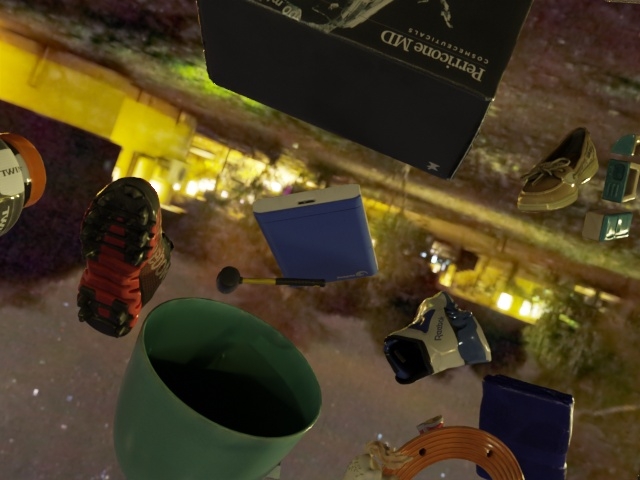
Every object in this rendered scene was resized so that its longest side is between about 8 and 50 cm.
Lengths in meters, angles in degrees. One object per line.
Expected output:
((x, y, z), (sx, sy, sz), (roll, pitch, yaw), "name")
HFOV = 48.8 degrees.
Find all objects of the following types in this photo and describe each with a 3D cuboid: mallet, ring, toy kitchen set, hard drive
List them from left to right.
((-0.084, 0.068, 1.203), (0.189, 0.039, 0.062), (0, 162, -6), "mallet")
((0.000, 0.000, 1.482), (0.210, 0.040, 0.319), (-9, 149, 6), "hard drive")
((0.225, 0.499, 1.284), (0.336, 0.337, 0.032), (19, 180, -18), "ring")
((0.618, -0.092, 1.339), (0.122, 0.207, 0.166), (-7, -162, -43), "toy kitchen set")

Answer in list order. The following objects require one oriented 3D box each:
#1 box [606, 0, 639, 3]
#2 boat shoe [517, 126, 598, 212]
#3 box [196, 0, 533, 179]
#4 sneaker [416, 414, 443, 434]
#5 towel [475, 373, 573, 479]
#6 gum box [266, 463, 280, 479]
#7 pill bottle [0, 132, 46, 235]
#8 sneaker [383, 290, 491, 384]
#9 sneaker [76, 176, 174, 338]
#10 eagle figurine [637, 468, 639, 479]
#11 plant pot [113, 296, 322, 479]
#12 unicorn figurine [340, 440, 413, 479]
((0.624, -0.515, 1.265), (0.087, 0.169, 0.290), (40, -170, -21), "box")
((0.454, -0.135, 1.360), (0.104, 0.089, 0.285), (3, -153, 36), "boat shoe")
((0.112, -0.436, 1.207), (0.479, 0.472, 0.297), (23, 162, 5), "box")
((0.238, 0.402, 1.460), (0.042, 0.067, 0.118), (-21, 163, -15), "sneaker")
((0.510, 0.488, 1.771), (0.227, 0.308, 0.076), (11, -153, 28), "towel")
((-0.196, 0.427, 1.347), (0.184, 0.041, 0.157), (-11, 151, 31), "gum box")
((-0.391, -0.046, 0.702), (0.130, 0.130, 0.245), (20, -157, 15), "pill bottle")
((0.209, 0.199, 1.448), (0.182, 0.127, 0.315), (-18, -175, -4), "sneaker")
((-0.254, 0.006, 0.943), (0.097, 0.276, 0.135), (25, -137, 2), "sneaker")
((0.559, 0.488, 1.013), (0.298, 0.225, 0.226), (34, 168, -3), "eagle figurine")
((-0.180, 0.271, 1.083), (0.293, 0.235, 0.293), (26, -158, -12), "plant pot")
((0.026, 0.283, 0.756), (0.111, 0.162, 0.060), (25, 150, 52), "unicorn figurine")
